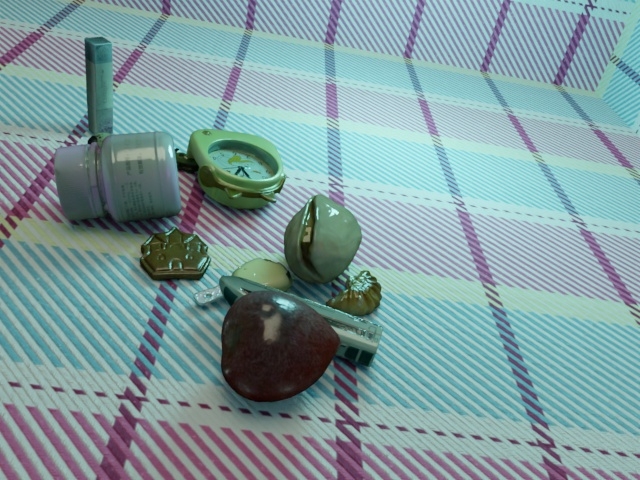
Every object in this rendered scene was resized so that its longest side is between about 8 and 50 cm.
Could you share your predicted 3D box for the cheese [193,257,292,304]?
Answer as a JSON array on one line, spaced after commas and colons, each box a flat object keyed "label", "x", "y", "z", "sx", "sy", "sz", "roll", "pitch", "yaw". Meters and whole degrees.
[{"label": "cheese", "x": -0.201, "y": 0.110, "z": 1.549, "sx": 0.255, "sy": 0.050, "sz": 0.127, "roll": -16, "pitch": 46, "yaw": -33}]

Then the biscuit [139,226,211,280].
[{"label": "biscuit", "x": -0.385, "y": 0.027, "z": 1.624, "sx": 0.182, "sy": 0.034, "sz": 0.215, "roll": 1, "pitch": 36, "yaw": -17}]

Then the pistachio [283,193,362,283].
[{"label": "pistachio", "x": 0.000, "y": 0.000, "z": 1.624, "sx": 0.207, "sy": 0.226, "sz": 0.332, "roll": -3, "pitch": 20, "yaw": 15}]

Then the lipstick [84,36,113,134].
[{"label": "lipstick", "x": -0.729, "y": -0.503, "z": 2.022, "sx": 0.068, "sy": 0.317, "sz": 0.066, "roll": 36, "pitch": 41, "yaw": 30}]

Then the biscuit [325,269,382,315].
[{"label": "biscuit", "x": 0.104, "y": 0.135, "z": 1.603, "sx": 0.118, "sy": 0.061, "sz": 0.183, "roll": 27, "pitch": 36, "yaw": 18}]

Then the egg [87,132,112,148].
[{"label": "egg", "x": -0.691, "y": -0.303, "z": 1.954, "sx": 0.110, "sy": 0.085, "sz": 0.085, "roll": 19, "pitch": 35, "yaw": 9}]

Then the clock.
[{"label": "clock", "x": -0.255, "y": -0.212, "z": 1.911, "sx": 0.286, "sy": 0.117, "sz": 0.348, "roll": 4, "pitch": 38, "yaw": -26}]

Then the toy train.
[{"label": "toy train", "x": -0.061, "y": 0.187, "z": 1.435, "sx": 0.406, "sy": 0.086, "sz": 0.088, "roll": 19, "pitch": 47, "yaw": 4}]

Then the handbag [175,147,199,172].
[{"label": "handbag", "x": -0.435, "y": -0.255, "z": 2.000, "sx": 0.111, "sy": 0.047, "sz": 0.072, "roll": 25, "pitch": 47, "yaw": 6}]

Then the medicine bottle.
[{"label": "medicine bottle", "x": -0.543, "y": -0.168, "z": 1.671, "sx": 0.301, "sy": 0.241, "sz": 0.241, "roll": -7, "pitch": 38, "yaw": -12}]

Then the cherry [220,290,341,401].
[{"label": "cherry", "x": -0.093, "y": 0.227, "z": 1.296, "sx": 0.239, "sy": 0.206, "sz": 0.239, "roll": 32, "pitch": 34, "yaw": -24}]
